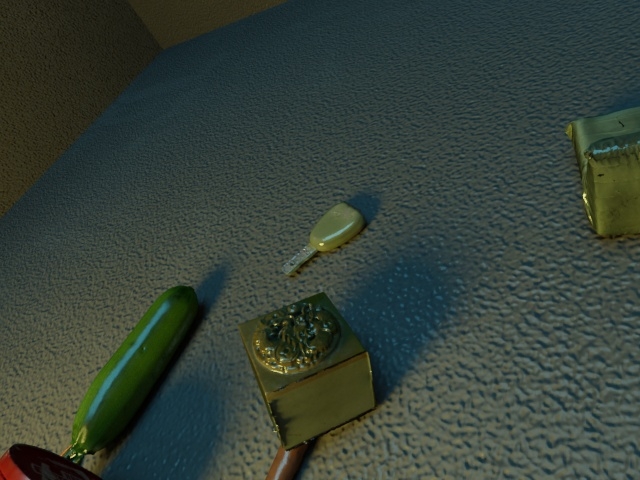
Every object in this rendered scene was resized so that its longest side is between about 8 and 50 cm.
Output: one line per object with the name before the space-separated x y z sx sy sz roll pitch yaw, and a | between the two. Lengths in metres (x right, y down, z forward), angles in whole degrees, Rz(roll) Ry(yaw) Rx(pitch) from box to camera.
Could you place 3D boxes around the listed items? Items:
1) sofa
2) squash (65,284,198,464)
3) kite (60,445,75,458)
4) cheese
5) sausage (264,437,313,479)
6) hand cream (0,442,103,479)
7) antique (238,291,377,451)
sofa | 0.459 -0.139 0.625 0.210 0.176 0.225 -8 47 29
squash | -0.353 0.244 0.863 0.101 0.101 0.379 3 54 36
kite | -0.471 0.462 0.792 0.183 0.014 0.241 -19 42 13
cheese | 0.000 0.000 0.910 0.192 0.037 0.097 -40 39 -8
sausage | -0.051 0.319 0.628 0.042 0.036 0.158 -4 49 42
hand cream | -0.381 0.404 0.626 0.230 0.230 0.149 14 59 42
antique | -0.021 0.174 0.639 0.146 0.148 0.152 -19 34 -16
